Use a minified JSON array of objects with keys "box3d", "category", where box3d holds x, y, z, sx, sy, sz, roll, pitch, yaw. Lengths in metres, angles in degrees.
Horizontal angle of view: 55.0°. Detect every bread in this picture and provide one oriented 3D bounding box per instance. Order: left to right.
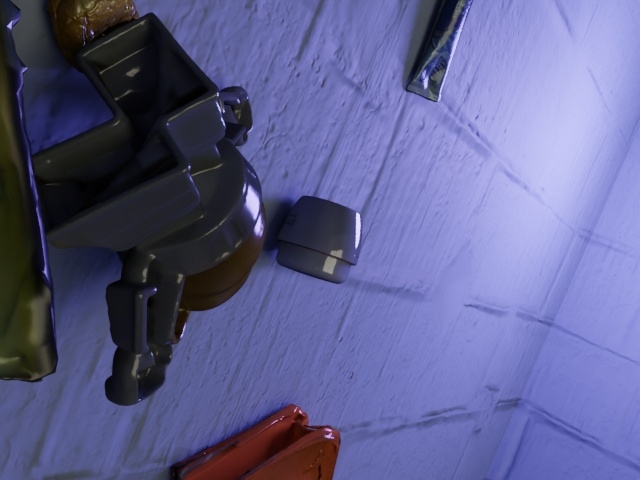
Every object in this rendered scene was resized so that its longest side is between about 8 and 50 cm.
[{"box3d":[-0.198,-0.189,0.542,0.081,0.046,0.083,-55,146,-6],"category":"bread"}]

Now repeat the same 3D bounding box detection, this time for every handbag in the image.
[{"box3d":[-0.115,0.491,1.005,0.304,0.116,0.409,-16,122,-48],"category":"handbag"}]

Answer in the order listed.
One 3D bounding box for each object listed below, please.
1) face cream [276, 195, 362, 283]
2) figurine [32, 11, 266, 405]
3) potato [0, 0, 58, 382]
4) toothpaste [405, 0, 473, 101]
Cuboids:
[{"box3d":[0.000,0.000,0.856,0.117,0.117,0.104,25,83,-56],"category":"face cream"},{"box3d":[-0.137,-0.027,0.585,0.342,0.167,0.285,-54,159,-18],"category":"figurine"},{"box3d":[-0.328,-0.073,0.340,0.330,0.213,0.279,12,83,-45],"category":"potato"},{"box3d":[0.208,-0.358,0.980,0.069,0.047,0.268,-10,123,-64],"category":"toothpaste"}]
